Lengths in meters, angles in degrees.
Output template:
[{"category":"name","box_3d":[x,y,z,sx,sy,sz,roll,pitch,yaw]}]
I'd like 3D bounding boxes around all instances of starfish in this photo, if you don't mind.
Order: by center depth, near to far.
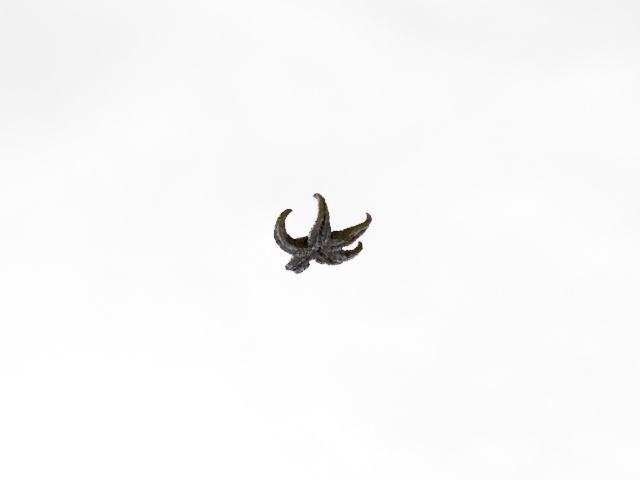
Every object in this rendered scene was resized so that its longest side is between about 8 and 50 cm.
[{"category":"starfish","box_3d":[0.000,0.000,1.419,0.091,0.078,0.028,18,-132,-47]}]
